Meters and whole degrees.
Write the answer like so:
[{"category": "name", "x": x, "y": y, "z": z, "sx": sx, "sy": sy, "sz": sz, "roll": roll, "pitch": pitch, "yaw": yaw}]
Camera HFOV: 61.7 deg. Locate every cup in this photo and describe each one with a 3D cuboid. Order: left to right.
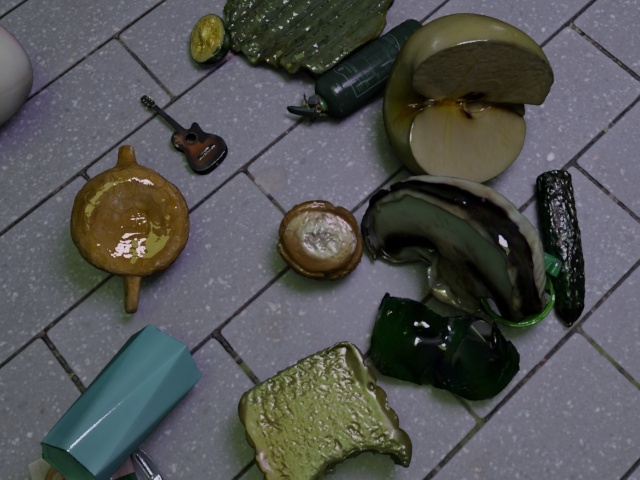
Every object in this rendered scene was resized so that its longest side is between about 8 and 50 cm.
[{"category": "cup", "x": -0.313, "y": 0.267, "z": 0.855, "sx": 0.134, "sy": 0.148, "sz": 0.236, "roll": 46, "pitch": 40, "yaw": -10}]

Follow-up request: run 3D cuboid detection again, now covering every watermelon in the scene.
[{"category": "watermelon", "x": -0.228, "y": -0.424, "z": 1.143, "sx": 0.105, "sy": 0.062, "sz": 0.105, "roll": -1, "pitch": 88, "yaw": 36}]

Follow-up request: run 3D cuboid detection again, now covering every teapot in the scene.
[{"category": "teapot", "x": -0.352, "y": -0.022, "z": 0.995, "sx": 0.203, "sy": 0.167, "sz": 0.311, "roll": -2, "pitch": 94, "yaw": -23}]

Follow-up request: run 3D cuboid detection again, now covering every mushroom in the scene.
[{"category": "mushroom", "x": 0.228, "y": 0.004, "z": 0.907, "sx": 0.130, "sy": 0.344, "sz": 0.247, "roll": -33, "pitch": 119, "yaw": -27}]

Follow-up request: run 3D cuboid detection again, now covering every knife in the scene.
[{"category": "knife", "x": -0.269, "y": 0.425, "z": 0.923, "sx": 0.184, "sy": 0.026, "sz": 0.022, "roll": 48, "pitch": 120, "yaw": 11}]

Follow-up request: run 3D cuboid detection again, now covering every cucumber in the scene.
[{"category": "cucumber", "x": 0.452, "y": 0.013, "z": 0.998, "sx": 0.067, "sy": 0.067, "sz": 0.294, "roll": -1, "pitch": 74, "yaw": 1}]

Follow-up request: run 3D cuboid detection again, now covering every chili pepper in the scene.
[{"category": "chili pepper", "x": 0.215, "y": 0.193, "z": 0.925, "sx": 0.264, "sy": 0.116, "sz": 0.148, "roll": 19, "pitch": 81, "yaw": 8}]

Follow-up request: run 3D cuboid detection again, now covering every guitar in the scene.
[{"category": "guitar", "x": -0.293, "y": -0.230, "z": 1.113, "sx": 0.233, "sy": 0.025, "sz": 0.088, "roll": 41, "pitch": 79, "yaw": 13}]

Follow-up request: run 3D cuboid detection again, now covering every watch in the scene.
[{"category": "watch", "x": 0.337, "y": 0.070, "z": 0.970, "sx": 0.165, "sy": 0.131, "sz": 0.152, "roll": 28, "pitch": 95, "yaw": 5}]

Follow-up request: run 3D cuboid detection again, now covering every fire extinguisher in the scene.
[{"category": "fire extinguisher", "x": 0.080, "y": -0.336, "z": 1.099, "sx": 0.311, "sy": 0.095, "sz": 0.114, "roll": -37, "pitch": 54, "yaw": -9}]

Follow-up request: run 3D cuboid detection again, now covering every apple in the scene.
[{"category": "apple", "x": 0.254, "y": -0.263, "z": 0.989, "sx": 0.257, "sy": 0.295, "sz": 0.233, "roll": -8, "pitch": 35, "yaw": -19}]

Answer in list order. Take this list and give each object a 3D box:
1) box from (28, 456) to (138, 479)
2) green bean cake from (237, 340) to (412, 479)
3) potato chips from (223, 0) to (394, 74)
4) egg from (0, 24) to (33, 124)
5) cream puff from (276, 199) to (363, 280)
[{"category": "box", "x": -0.378, "y": 0.429, "z": 0.887, "sx": 0.135, "sy": 0.081, "sz": 0.199, "roll": -28, "pitch": 72, "yaw": 3}, {"category": "green bean cake", "x": 0.006, "y": 0.315, "z": 0.892, "sx": 0.236, "sy": 0.124, "sz": 0.233, "roll": -26, "pitch": 74, "yaw": -6}, {"category": "potato chips", "x": -0.010, "y": -0.540, "z": 1.173, "sx": 0.358, "sy": 0.070, "sz": 0.429, "roll": 40, "pitch": 79, "yaw": 14}, {"category": "egg", "x": -0.741, "y": -0.329, "z": 1.027, "sx": 0.345, "sy": 0.283, "sz": 0.283, "roll": -3, "pitch": 73, "yaw": -13}, {"category": "cream puff", "x": 0.000, "y": 0.000, "z": 0.990, "sx": 0.150, "sy": 0.115, "sz": 0.165, "roll": -41, "pitch": 86, "yaw": -3}]
